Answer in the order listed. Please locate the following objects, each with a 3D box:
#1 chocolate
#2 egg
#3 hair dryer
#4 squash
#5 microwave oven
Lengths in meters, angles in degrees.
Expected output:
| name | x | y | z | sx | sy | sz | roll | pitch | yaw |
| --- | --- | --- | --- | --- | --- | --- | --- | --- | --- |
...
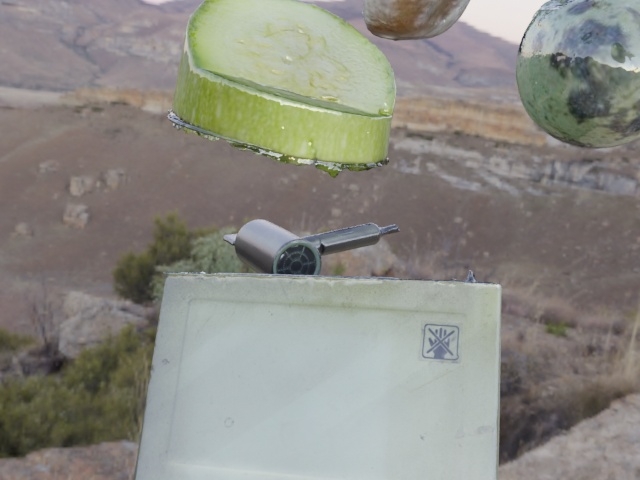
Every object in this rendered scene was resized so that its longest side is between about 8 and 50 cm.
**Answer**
| name | x | y | z | sx | sy | sz | roll | pitch | yaw |
| --- | --- | --- | --- | --- | --- | --- | --- | --- | --- |
| chocolate | 0.154 | -0.381 | 0.945 | 0.100 | 0.303 | 0.185 | 29 | 27 | 27 |
| egg | 0.235 | -0.146 | 0.659 | 0.141 | 0.141 | 0.181 | 10 | 19 | 9 |
| hair dryer | 0.000 | 0.000 | 1.195 | 0.248 | 0.078 | 0.195 | -10 | 18 | -25 |
| squash | -0.026 | -0.141 | 0.730 | 0.220 | 0.133 | 0.220 | 15 | 22 | -6 |
| microwave oven | 0.015 | 0.214 | 0.958 | 0.394 | 0.333 | 0.247 | 2 | -18 | 12 |
